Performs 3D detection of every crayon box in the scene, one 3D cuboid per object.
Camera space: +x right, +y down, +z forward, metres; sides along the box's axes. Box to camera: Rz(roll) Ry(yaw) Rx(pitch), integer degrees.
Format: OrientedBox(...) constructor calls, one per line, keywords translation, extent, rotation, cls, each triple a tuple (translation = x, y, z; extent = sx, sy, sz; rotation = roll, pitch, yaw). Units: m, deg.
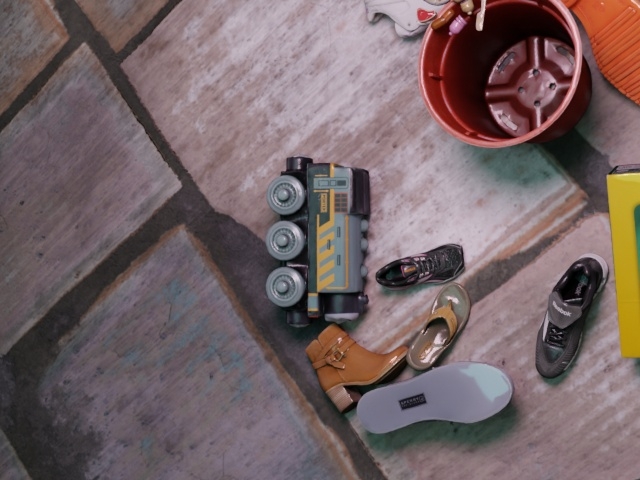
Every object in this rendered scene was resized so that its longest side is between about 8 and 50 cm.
OrientedBox(translation=(0.661, 0.027, 1.749), extent=(0.362, 0.106, 0.313), rotation=(-3, 102, 26), cls="crayon box")

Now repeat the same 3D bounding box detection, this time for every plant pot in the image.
OrientedBox(translation=(0.338, -0.280, 1.862), extent=(0.272, 0.265, 0.273), rotation=(-1, 88, 25), cls="plant pot")

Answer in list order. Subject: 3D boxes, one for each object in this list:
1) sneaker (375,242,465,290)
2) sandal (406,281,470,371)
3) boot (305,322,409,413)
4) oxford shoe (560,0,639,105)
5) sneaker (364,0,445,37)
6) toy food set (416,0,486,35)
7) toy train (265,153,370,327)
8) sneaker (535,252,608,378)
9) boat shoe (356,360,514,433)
OrientedBox(translation=(0.183, 0.056, 2.026), extent=(0.178, 0.077, 0.072), rotation=(-23, 79, 22), cls="sneaker")
OrientedBox(translation=(0.218, 0.159, 2.002), extent=(0.072, 0.049, 0.180), rotation=(31, 81, 13), cls="sandal")
OrientedBox(translation=(0.069, 0.217, 2.079), extent=(0.197, 0.073, 0.152), rotation=(-38, 67, 14), cls="boot")
OrientedBox(translation=(0.516, -0.384, 1.862), extent=(0.130, 0.132, 0.364), rotation=(-32, 95, 39), cls="oxford shoe")
OrientedBox(translation=(0.218, -0.447, 2.028), extent=(0.305, 0.114, 0.152), rotation=(14, 108, 29), cls="sneaker")
OrientedBox(translation=(0.205, -0.372, 1.770), extent=(0.122, 0.019, 0.078), rotation=(8, 91, 26), cls="toy food set")
OrientedBox(translation=(0.000, 0.000, 2.089), extent=(0.190, 0.142, 0.334), rotation=(-1, 88, 16), cls="toy train")
OrientedBox(translation=(0.422, 0.130, 1.892), extent=(0.078, 0.106, 0.234), rotation=(25, 99, 25), cls="sneaker")
OrientedBox(translation=(0.219, 0.286, 1.985), extent=(0.306, 0.105, 0.113), rotation=(-24, 82, 29), cls="boat shoe")
